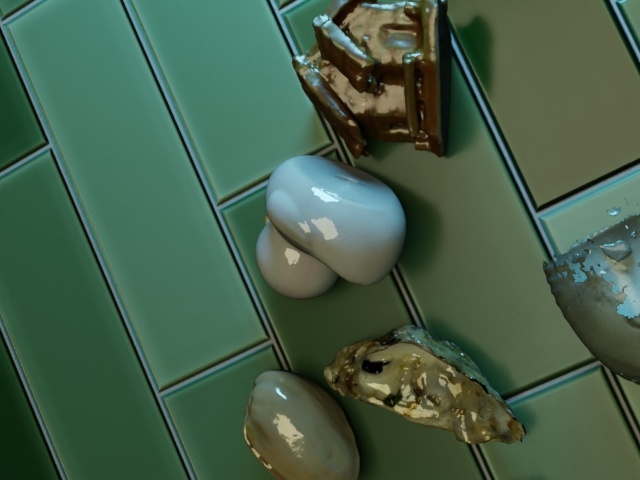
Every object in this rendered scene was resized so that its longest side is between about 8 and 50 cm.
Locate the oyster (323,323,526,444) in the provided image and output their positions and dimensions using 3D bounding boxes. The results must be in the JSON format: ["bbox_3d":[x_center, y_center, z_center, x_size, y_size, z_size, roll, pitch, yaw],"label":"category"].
[{"bbox_3d":[0.158,0.212,1.783,0.294,0.094,0.166,31,121,7],"label":"oyster"}]

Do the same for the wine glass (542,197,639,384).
[{"bbox_3d":[0.433,0.127,1.616,0.190,0.190,0.357,-27,87,20],"label":"wine glass"}]

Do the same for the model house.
[{"bbox_3d":[0.069,-0.234,1.739,0.229,0.199,0.220,1,80,17],"label":"model house"}]

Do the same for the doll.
[{"bbox_3d":[0.000,0.000,1.774,0.251,0.221,0.221,36,105,43],"label":"doll"}]

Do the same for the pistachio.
[{"bbox_3d":[-0.028,0.284,1.825,0.144,0.144,0.215,-39,89,18],"label":"pistachio"}]
